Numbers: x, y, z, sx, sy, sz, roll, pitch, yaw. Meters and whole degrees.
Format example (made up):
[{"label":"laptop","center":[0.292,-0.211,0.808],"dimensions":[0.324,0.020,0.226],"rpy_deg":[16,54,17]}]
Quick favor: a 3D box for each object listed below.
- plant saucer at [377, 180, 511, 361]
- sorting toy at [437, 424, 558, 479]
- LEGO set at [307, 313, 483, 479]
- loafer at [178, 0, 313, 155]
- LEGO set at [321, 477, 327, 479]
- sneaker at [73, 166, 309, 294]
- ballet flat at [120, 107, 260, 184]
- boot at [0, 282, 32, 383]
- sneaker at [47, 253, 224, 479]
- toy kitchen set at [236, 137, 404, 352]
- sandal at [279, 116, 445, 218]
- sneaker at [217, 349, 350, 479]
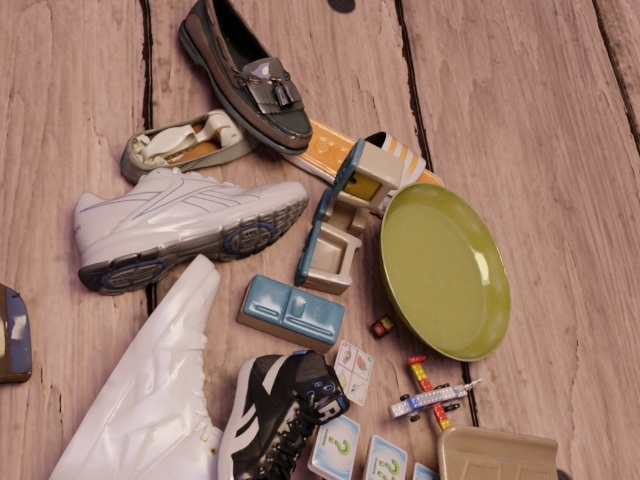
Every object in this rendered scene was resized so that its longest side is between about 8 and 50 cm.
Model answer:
[{"label":"plant saucer","center":[0.155,0.041,0.975],"dimensions":[0.241,0.037,0.241],"rpy_deg":[20,57,-34]},{"label":"sorting toy","center":[0.174,0.326,0.835],"dimensions":[0.307,0.041,0.229],"rpy_deg":[18,62,-35]},{"label":"LEGO set","center":[0.096,0.193,0.876],"dimensions":[0.182,0.060,0.244],"rpy_deg":[33,40,-13]},{"label":"loafer","center":[-0.096,-0.228,0.995],"dimensions":[0.096,0.084,0.267],"rpy_deg":[-17,60,-47]},{"label":"LEGO set","center":[-0.006,0.370,0.784],"dimensions":[0.087,0.093,0.227],"rpy_deg":[21,61,28]},{"label":"sneaker","center":[-0.153,-0.037,0.907],"dimensions":[0.297,0.111,0.129],"rpy_deg":[-14,65,-25]},{"label":"ballet flat","center":[-0.154,-0.130,0.969],"dimensions":[0.213,0.068,0.072],"rpy_deg":[-26,76,-27]},{"label":"boot","center":[-0.376,0.064,0.815],"dimensions":[0.106,0.082,0.219],"rpy_deg":[8,57,-40]},{"label":"sneaker","center":[-0.145,0.172,0.817],"dimensions":[0.169,0.108,0.292],"rpy_deg":[30,70,-5]},{"label":"toy kitchen set","center":[0.000,0.000,0.903],"dimensions":[0.122,0.166,0.207],"rpy_deg":[20,61,-9]},{"label":"sandal","center":[0.057,-0.109,1.025],"dimensions":[0.265,0.076,0.102],"rpy_deg":[24,61,-7]},{"label":"sneaker","center":[-0.030,0.194,0.765],"dimensions":[0.121,0.079,0.217],"rpy_deg":[-16,40,16]}]
